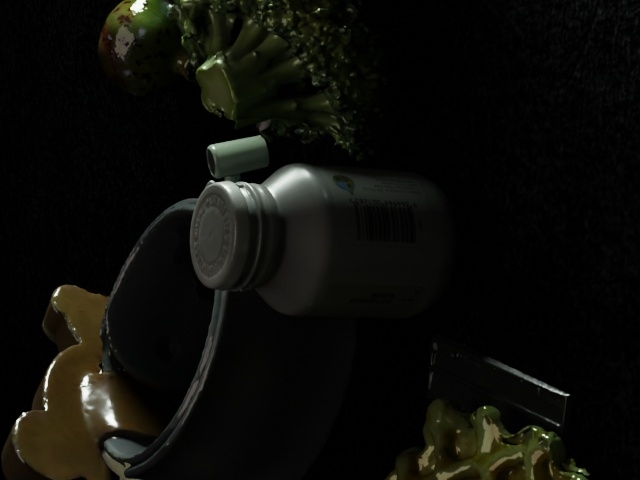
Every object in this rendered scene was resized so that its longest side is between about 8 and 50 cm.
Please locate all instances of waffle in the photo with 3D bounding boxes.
[{"bbox_3d":[0.122,0.292,1.227,0.297,0.073,0.317,32,100,50],"label":"waffle"}]

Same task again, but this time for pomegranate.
[{"bbox_3d":[-0.203,-0.230,1.818,0.130,0.130,0.130,-8,80,59],"label":"pomegranate"}]

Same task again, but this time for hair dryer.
[{"bbox_3d":[-0.092,-0.061,1.690,0.124,0.063,0.038,95,156,-47],"label":"hair dryer"}]

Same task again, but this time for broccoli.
[{"bbox_3d":[-0.036,-0.173,1.459,0.198,0.176,0.226,140,121,-62],"label":"broccoli"}]

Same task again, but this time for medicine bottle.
[{"bbox_3d":[0.000,0.000,1.350,0.135,0.215,0.135,-10,78,60],"label":"medicine bottle"}]

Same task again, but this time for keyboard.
[{"bbox_3d":[0.147,0.131,1.290,0.198,0.010,0.063,23,110,58],"label":"keyboard"}]

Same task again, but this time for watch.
[{"bbox_3d":[-0.122,0.107,1.539,0.327,0.314,0.335,-51,34,29],"label":"watch"}]
